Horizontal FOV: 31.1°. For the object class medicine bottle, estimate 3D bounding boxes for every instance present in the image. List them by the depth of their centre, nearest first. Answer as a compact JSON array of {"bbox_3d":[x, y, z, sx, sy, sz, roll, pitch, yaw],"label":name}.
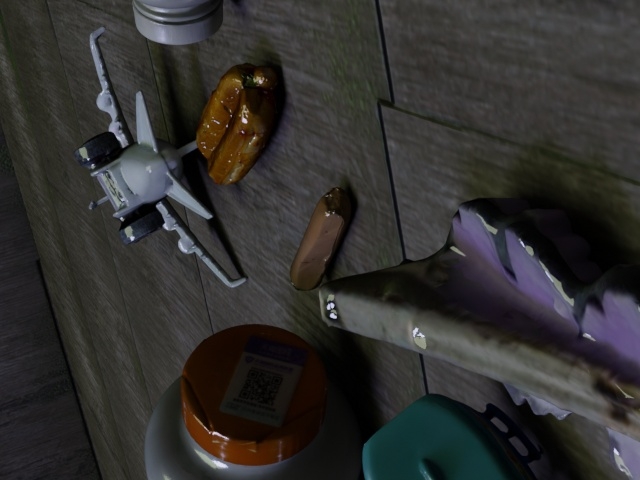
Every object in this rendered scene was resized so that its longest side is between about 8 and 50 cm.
[{"bbox_3d":[-0.098,-0.204,0.757,0.079,0.079,0.140,55,156,40],"label":"medicine bottle"},{"bbox_3d":[-0.050,0.188,0.864,0.157,0.157,0.288,57,156,36],"label":"medicine bottle"}]

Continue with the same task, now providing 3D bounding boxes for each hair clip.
[{"bbox_3d":[0.095,0.044,0.464,0.292,0.085,0.106,26,126,58],"label":"hair clip"}]

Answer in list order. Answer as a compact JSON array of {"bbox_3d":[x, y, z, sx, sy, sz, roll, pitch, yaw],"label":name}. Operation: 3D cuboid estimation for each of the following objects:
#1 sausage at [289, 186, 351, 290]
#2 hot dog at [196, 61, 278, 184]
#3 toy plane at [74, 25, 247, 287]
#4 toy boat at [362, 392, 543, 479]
[{"bbox_3d":[0.000,0.000,0.757,0.026,0.026,0.116,65,159,20],"label":"sausage"},{"bbox_3d":[-0.058,-0.084,0.821,0.144,0.038,0.062,131,122,-66],"label":"hot dog"},{"bbox_3d":[-0.162,-0.059,1.036,0.251,0.101,0.255,62,162,-6],"label":"toy plane"},{"bbox_3d":[0.100,0.162,0.573,0.175,0.091,0.110,55,-171,34],"label":"toy boat"}]
